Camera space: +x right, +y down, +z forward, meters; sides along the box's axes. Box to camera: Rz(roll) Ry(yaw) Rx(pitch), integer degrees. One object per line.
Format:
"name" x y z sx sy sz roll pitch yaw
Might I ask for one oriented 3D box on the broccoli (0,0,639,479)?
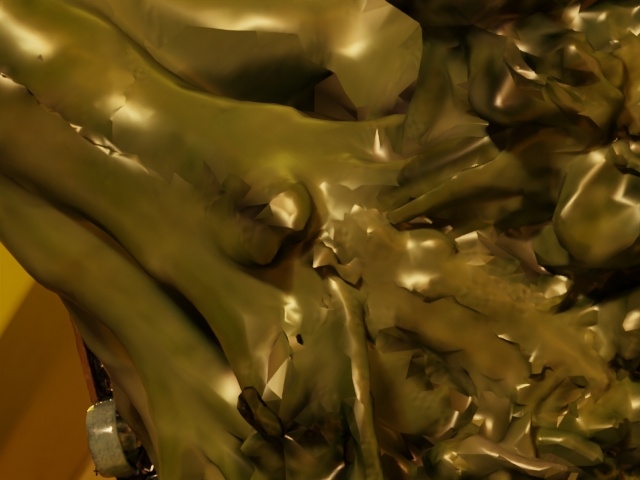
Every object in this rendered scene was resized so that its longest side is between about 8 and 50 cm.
"broccoli" 0.000 0.000 0.547 0.245 0.288 0.248 40 -176 -1

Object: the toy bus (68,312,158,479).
"toy bus" -0.098 0.047 1.293 0.167 0.138 0.275 25 -131 -82
